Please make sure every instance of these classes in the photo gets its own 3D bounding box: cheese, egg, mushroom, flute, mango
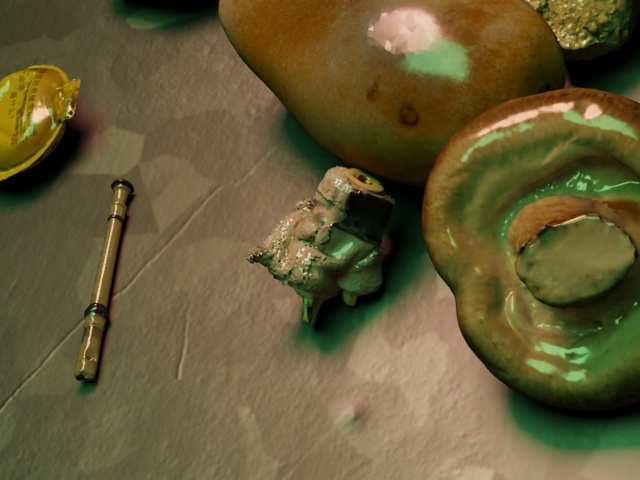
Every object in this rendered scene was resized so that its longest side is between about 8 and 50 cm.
[{"bbox_3d":[-0.364,-0.121,1.878,0.250,0.064,0.156,-16,51,27],"label":"cheese"},{"bbox_3d":[0.248,-0.232,1.625,0.118,0.116,0.140,-10,47,-9],"label":"egg"},{"bbox_3d":[0.215,0.007,1.421,0.278,0.146,0.278,2,95,20],"label":"mushroom"},{"bbox_3d":[-0.221,0.040,1.720,0.027,0.027,0.233,-7,55,22],"label":"flute"},{"bbox_3d":[0.065,-0.173,1.613,0.384,0.199,0.221,23,77,32],"label":"mango"}]

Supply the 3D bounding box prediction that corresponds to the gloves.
[{"bbox_3d":[0.008,-0.001,1.579,0.144,0.110,0.094,-44,43,8],"label":"gloves"}]
